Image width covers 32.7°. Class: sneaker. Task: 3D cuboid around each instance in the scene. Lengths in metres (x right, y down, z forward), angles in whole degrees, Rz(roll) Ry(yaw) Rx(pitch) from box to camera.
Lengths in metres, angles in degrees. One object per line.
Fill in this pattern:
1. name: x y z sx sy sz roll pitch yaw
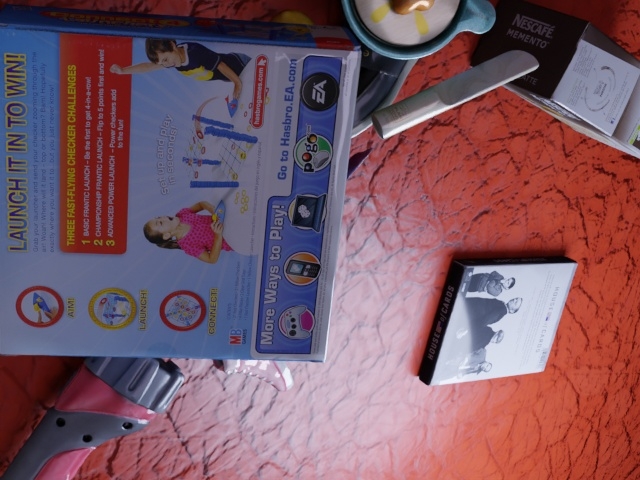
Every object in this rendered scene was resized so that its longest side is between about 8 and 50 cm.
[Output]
1. sneaker: 0.040 -0.214 1.145 0.118 0.083 0.222 44 77 -36
2. sneaker: -0.084 0.136 1.237 0.070 0.051 0.134 -38 128 -16

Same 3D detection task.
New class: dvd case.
1. dvd case: 0.251 0.110 1.517 0.239 0.029 0.179 -1 112 -40

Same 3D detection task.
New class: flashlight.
1. flashlight: -0.261 0.234 1.105 0.304 0.103 0.103 -57 138 -3

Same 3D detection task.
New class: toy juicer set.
1. toy juicer set: 0.057 -0.218 1.059 0.209 0.089 0.329 -45 109 -3

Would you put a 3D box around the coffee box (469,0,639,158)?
1. coffee box: 0.319 -0.194 1.334 0.246 0.141 0.098 20 99 -45

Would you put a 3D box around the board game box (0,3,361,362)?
1. board game box: -0.133 -0.045 0.980 0.302 0.086 0.308 3 114 -9

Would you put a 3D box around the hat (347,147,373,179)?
1. hat: 0.000 0.000 1.139 0.173 0.183 0.208 -55 134 -5
